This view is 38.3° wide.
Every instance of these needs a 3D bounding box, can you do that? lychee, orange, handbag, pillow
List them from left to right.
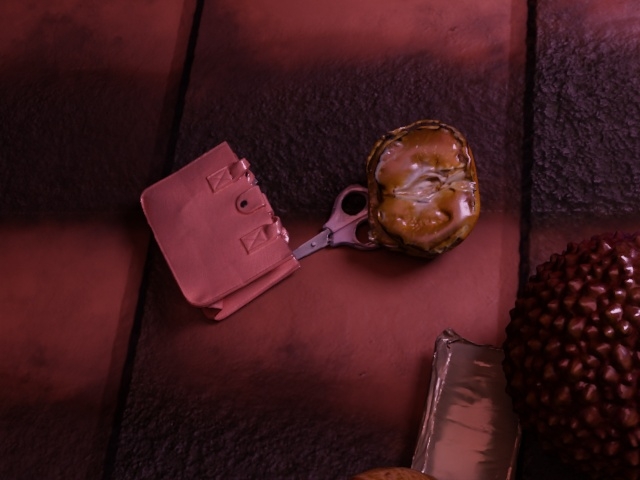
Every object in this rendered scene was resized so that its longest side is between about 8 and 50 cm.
[{"bbox_3d":[-0.133,-0.016,1.211,0.157,0.059,0.212,-32,60,2],"label":"handbag"},{"bbox_3d":[0.128,-0.060,1.128,0.160,0.112,0.170,45,108,17],"label":"orange"},{"bbox_3d":[0.168,0.207,1.027,0.119,0.053,0.208,10,70,16],"label":"pillow"},{"bbox_3d":[0.305,0.104,0.916,0.272,0.271,0.271,-6,65,14],"label":"lychee"}]

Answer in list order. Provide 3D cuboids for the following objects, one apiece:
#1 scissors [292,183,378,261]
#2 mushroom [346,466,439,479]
[{"bbox_3d":[0.000,0.000,1.193,0.189,0.015,0.100,-29,60,4],"label":"scissors"},{"bbox_3d":[0.061,0.350,0.922,0.267,0.267,0.254,-37,35,-2],"label":"mushroom"}]
